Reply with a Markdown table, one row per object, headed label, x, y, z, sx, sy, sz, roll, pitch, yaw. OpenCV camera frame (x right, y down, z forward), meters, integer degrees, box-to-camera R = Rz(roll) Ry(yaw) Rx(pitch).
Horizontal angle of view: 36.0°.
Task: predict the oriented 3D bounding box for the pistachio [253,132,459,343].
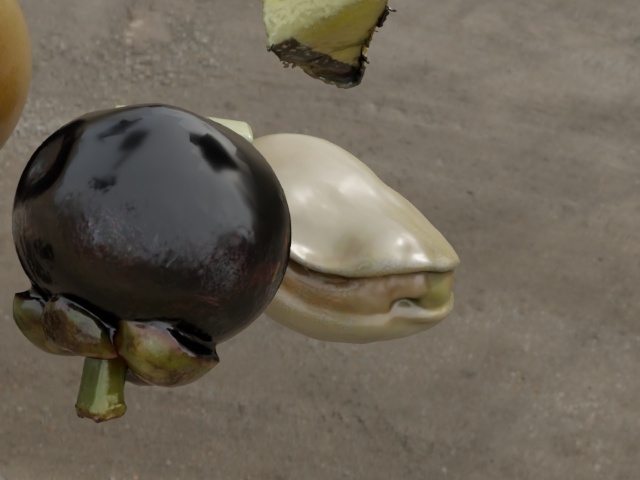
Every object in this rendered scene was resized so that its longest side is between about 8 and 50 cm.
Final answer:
| label | x | y | z | sx | sy | sz | roll | pitch | yaw |
| --- | --- | --- | --- | --- | --- | --- | --- | --- | --- |
| pistachio | 0.000 | 0.000 | 1.489 | 0.445 | 0.281 | 0.365 | 26 | 20 | 32 |

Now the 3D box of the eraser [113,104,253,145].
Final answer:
| label | x | y | z | sx | sy | sz | roll | pitch | yaw |
| --- | --- | --- | --- | --- | --- | --- | --- | --- | --- |
| eraser | -0.175 | -0.094 | 1.201 | 0.172 | 0.117 | 0.058 | 6 | 24 | -16 |

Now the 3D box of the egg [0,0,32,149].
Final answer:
| label | x | y | z | sx | sy | sz | roll | pitch | yaw |
| --- | --- | --- | --- | --- | --- | --- | --- | --- | --- |
| egg | -0.508 | -0.198 | 1.173 | 0.301 | 0.374 | 0.301 | 23 | 42 | -22 |

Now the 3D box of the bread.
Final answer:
| label | x | y | z | sx | sy | sz | roll | pitch | yaw |
| --- | --- | --- | --- | --- | --- | --- | --- | --- | --- |
| bread | 0.015 | -0.220 | 0.844 | 0.127 | 0.152 | 0.147 | -14 | 72 | 21 |

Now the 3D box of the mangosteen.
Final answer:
| label | x | y | z | sx | sy | sz | roll | pitch | yaw |
| --- | --- | --- | --- | --- | --- | --- | --- | --- | --- |
| mangosteen | -0.168 | 0.024 | 0.930 | 0.275 | 0.275 | 0.302 | 15 | 79 | 4 |
